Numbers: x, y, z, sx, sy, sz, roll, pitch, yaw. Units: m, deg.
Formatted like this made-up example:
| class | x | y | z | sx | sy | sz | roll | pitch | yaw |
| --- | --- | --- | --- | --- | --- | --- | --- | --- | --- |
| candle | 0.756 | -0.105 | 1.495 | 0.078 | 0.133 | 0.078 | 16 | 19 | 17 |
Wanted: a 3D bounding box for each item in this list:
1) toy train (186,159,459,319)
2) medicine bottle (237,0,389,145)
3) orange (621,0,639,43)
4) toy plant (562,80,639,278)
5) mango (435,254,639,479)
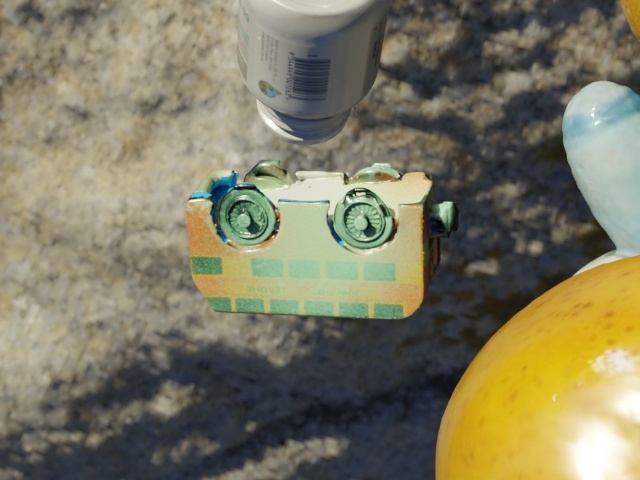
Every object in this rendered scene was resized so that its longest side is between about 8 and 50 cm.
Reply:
| class | x | y | z | sx | sy | sz | roll | pitch | yaw |
| --- | --- | --- | --- | --- | --- | --- | --- | --- | --- |
| toy train | 0.000 | 0.000 | 1.000 | 0.188 | 0.072 | 0.099 | 3 | 109 | 12 |
| medicine bottle | -0.010 | -0.185 | 1.351 | 0.135 | 0.135 | 0.215 | 16 | 149 | 5 |
| orange | 0.462 | -0.280 | 1.393 | 0.334 | 0.196 | 0.263 | -24 | 90 | -6 |
| toy plant | 0.305 | -0.019 | 1.166 | 0.247 | 0.247 | 0.332 | 12 | 101 | 9 |
| mango | 0.165 | 0.115 | 0.476 | 0.191 | 0.160 | 0.290 | 10 | 155 | 48 |
